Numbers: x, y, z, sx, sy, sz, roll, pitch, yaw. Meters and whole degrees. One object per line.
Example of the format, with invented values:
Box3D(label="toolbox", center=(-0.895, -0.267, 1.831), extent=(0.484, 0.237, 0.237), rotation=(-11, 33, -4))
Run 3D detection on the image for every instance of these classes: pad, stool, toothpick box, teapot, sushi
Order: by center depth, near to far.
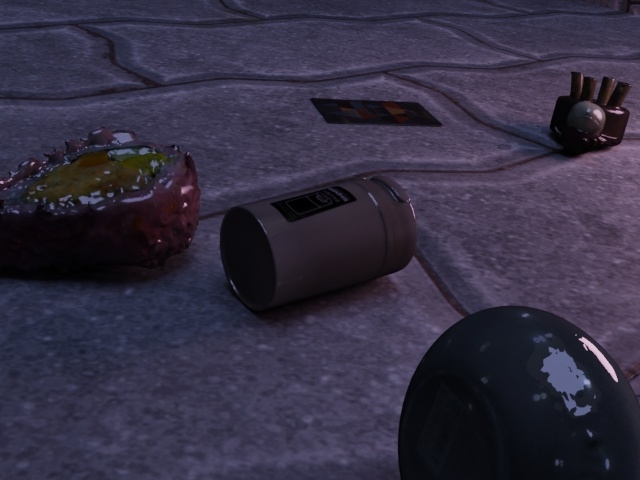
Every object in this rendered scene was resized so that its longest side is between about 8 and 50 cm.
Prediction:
Box3D(label="teapot", center=(0.183, 0.140, 0.550), extent=(0.251, 0.183, 0.183), rotation=(6, 23, -30))
Box3D(label="toothpick box", center=(0.000, 0.000, 0.842), extent=(0.180, 0.111, 0.111), rotation=(-14, 33, -33))
Box3D(label="sushi", center=(-0.229, -0.024, 0.842), extent=(0.161, 0.107, 0.241), rotation=(22, 38, 29))
Box3D(label="stool", center=(0.458, -0.216, 1.390), extent=(0.125, 0.121, 0.217), rotation=(19, 23, 21))
Box3D(label="pad", center=(0.099, -0.230, 1.461), extent=(0.211, 0.003, 0.143), rotation=(0, 27, -15))
